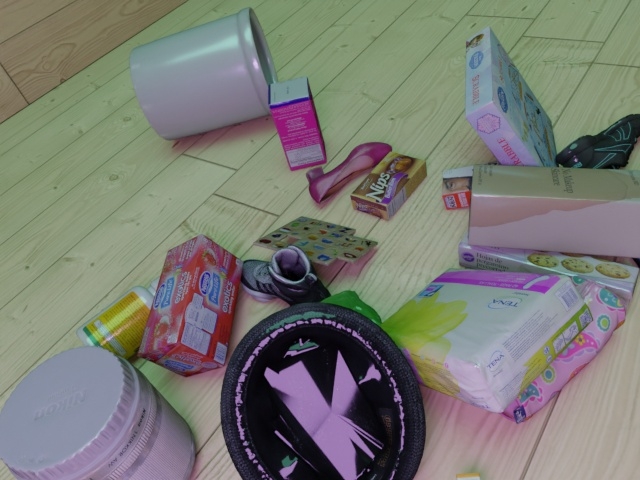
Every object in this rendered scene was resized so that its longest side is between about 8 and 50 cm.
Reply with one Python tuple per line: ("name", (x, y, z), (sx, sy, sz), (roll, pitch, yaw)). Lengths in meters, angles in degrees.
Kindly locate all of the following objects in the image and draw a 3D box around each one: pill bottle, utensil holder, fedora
("pill bottle", (-0.406, 0.173, 1.142), (0.208, 0.117, 0.118), (-40, 48, -22))
("utensil holder", (-0.349, -0.509, 1.654), (0.386, 0.327, 0.327), (-15, 44, 6))
("fedora", (0.002, 0.268, 0.845), (0.335, 0.152, 0.333), (0, 81, 0))

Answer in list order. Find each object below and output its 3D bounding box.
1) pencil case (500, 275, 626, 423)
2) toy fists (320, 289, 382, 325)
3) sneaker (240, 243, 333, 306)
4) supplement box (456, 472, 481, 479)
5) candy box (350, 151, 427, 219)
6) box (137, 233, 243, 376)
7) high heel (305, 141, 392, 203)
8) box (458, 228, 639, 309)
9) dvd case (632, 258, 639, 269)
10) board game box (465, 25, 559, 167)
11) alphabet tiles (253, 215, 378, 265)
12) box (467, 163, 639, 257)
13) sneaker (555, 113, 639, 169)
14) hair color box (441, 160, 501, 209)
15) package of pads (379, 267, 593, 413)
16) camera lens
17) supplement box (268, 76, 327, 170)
("pencil case", (0.382, 0.179, 0.887), (0.284, 0.124, 0.124), (-34, 46, -17))
("toy fists", (-0.010, 0.211, 0.999), (0.279, 0.096, 0.142), (-25, 37, -5))
("sneaker", (-0.091, 0.067, 1.121), (0.269, 0.153, 0.101), (22, 56, 33))
("supplement box", (0.222, 0.399, 0.761), (0.036, 0.062, 0.098), (-7, 44, 10))
("candy box", (0.172, -0.140, 1.314), (0.109, 0.053, 0.186), (23, 56, 34))
("box", (-0.261, 0.134, 1.085), (0.123, 0.128, 0.256), (-22, 46, 31))
("high heel", (0.083, -0.174, 1.357), (0.244, 0.082, 0.117), (-18, 48, -3))
("box", (0.437, 0.052, 1.034), (0.324, 0.063, 0.067), (18, 52, 31))
("dvd case", (0.690, -0.044, 1.073), (0.180, 0.029, 0.238), (-13, 45, 5))
("board game box", (0.436, -0.274, 1.184), (0.066, 0.318, 0.318), (-25, 35, 36))
("alphabet tiles", (0.000, 0.000, 1.204), (0.237, 0.009, 0.198), (15, 28, 28))
("box", (0.453, -0.062, 1.024), (0.312, 0.121, 0.148), (4, 33, 15))
("sneaker", (0.666, -0.205, 1.214), (0.268, 0.101, 0.106), (-26, 74, -17))
("hair color box", (0.373, -0.132, 1.224), (0.167, 0.053, 0.093), (-10, 44, 24))
("package of pads", (0.238, 0.145, 0.854), (0.229, 0.101, 0.297), (-35, 13, -22))
("camera lens", (-0.348, 0.329, 0.857), (0.220, 0.274, 0.219), (-9, 44, 9))
("supplement box", (-0.061, -0.317, 1.443), (0.114, 0.220, 0.111), (-11, 45, 5))
